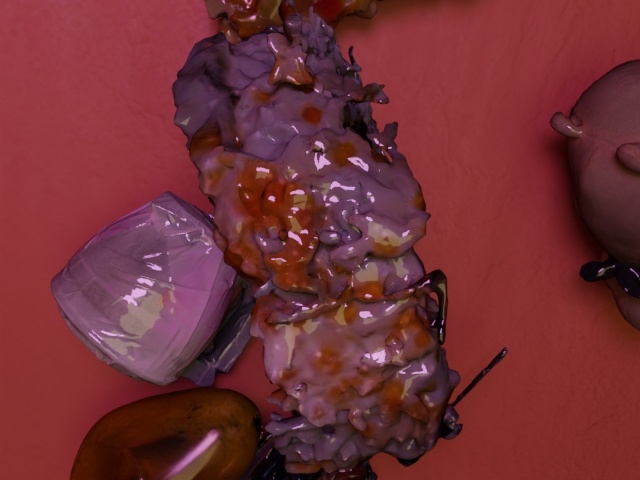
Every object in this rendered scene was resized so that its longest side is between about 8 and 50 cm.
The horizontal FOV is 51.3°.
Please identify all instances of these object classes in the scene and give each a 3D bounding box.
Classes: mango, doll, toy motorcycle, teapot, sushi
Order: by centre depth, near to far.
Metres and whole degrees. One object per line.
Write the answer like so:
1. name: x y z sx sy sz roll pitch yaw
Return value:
1. sushi: -0.001 -0.005 0.590 0.175 0.417 0.418 -14 109 6
2. teapot: -0.142 0.058 0.697 0.221 0.163 0.178 43 88 -18
3. mango: -0.163 0.236 0.737 0.236 0.166 0.136 -30 69 32
4. doll: 0.397 -0.031 0.740 0.247 0.247 0.349 -44 125 5
5. toy motorcycle: 0.049 0.244 0.794 0.401 0.134 0.207 -50 138 4

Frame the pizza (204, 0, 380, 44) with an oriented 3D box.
1. pizza: 0.046 -0.332 0.631 0.439 0.130 0.406 31 97 -17
